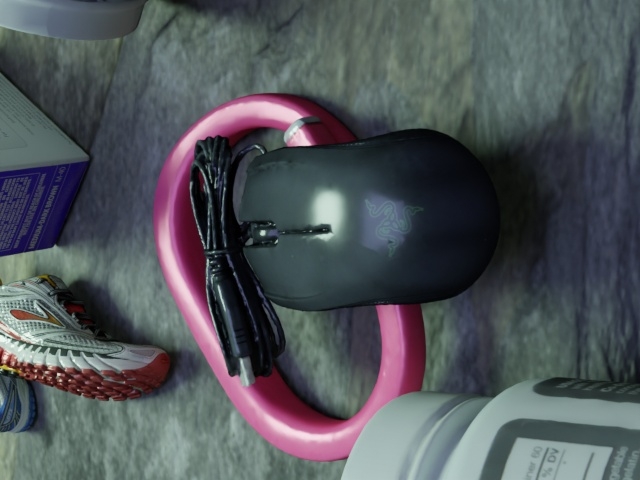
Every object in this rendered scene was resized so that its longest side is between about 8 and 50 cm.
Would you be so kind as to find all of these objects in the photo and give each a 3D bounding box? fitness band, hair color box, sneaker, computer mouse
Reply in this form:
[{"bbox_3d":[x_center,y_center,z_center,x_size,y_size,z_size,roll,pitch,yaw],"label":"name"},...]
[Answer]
[{"bbox_3d":[-0.023,0.027,1.233,0.209,0.054,0.291,-42,69,35],"label":"fitness band"},{"bbox_3d":[-0.378,-0.063,1.321,0.185,0.339,0.110,42,119,27],"label":"hair color box"},{"bbox_3d":[-0.228,0.074,1.380,0.225,0.088,0.093,14,74,22],"label":"sneaker"},{"bbox_3d":[-0.297,0.109,1.463,0.052,0.058,0.135,-19,84,39],"label":"sneaker"},{"bbox_3d":[0.000,0.000,1.129,0.272,0.072,0.188,-12,89,42],"label":"computer mouse"}]

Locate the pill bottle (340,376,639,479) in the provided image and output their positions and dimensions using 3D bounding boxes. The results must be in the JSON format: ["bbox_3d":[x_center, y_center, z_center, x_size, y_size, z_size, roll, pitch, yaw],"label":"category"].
[{"bbox_3d":[0.199,0.187,0.981,0.361,0.204,0.204,2,97,39],"label":"pill bottle"}]

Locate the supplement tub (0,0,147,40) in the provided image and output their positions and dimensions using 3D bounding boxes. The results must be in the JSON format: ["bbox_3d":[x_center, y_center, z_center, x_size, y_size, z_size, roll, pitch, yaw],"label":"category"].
[{"bbox_3d":[-0.186,-0.335,1.194,0.235,0.235,0.325,34,116,31],"label":"supplement tub"}]
